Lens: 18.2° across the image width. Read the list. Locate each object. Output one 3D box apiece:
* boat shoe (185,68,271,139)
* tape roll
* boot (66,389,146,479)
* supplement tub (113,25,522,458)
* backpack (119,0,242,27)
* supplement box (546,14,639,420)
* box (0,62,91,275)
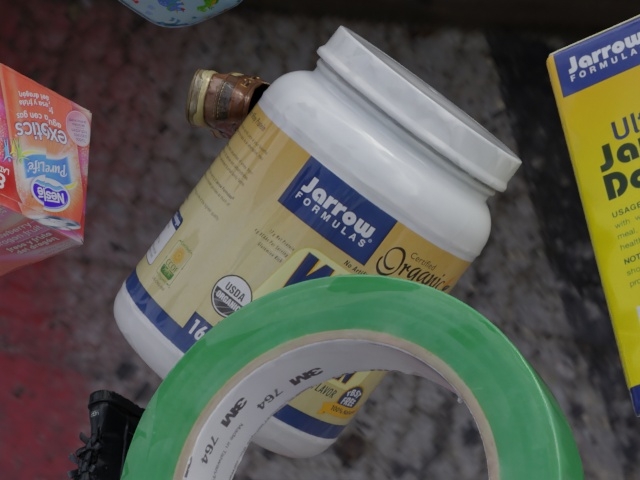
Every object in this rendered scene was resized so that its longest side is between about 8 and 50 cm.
[{"bbox_3d":[-0.068,-0.119,1.810,0.060,0.178,0.064,12,94,14],"label":"boat shoe"},{"bbox_3d":[0.019,0.184,1.373,0.321,0.077,0.321,-8,67,20],"label":"tape roll"},{"bbox_3d":[-0.172,0.199,1.797,0.045,0.121,0.099,-22,49,36],"label":"boot"},{"bbox_3d":[0.000,0.000,1.687,0.228,0.228,0.316,41,99,29],"label":"supplement tub"},{"bbox_3d":[-0.100,-0.192,1.298,0.114,0.105,0.084,-19,47,42],"label":"backpack"},{"bbox_3d":[0.351,-0.012,1.713,0.195,0.194,0.356,-23,59,22],"label":"supplement box"},{"bbox_3d":[-0.380,-0.043,1.945,0.300,0.142,0.154,-18,59,34],"label":"box"}]
